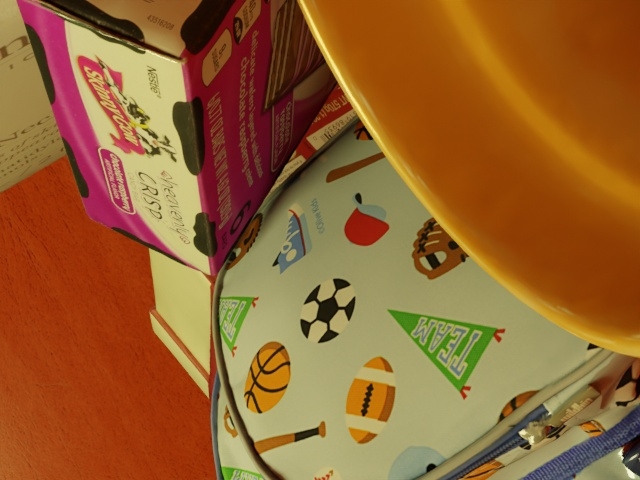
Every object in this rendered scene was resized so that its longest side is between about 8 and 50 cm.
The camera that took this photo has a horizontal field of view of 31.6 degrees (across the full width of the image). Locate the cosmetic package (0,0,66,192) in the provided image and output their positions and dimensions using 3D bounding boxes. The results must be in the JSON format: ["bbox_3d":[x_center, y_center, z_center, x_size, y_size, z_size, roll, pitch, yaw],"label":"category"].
[{"bbox_3d":[-0.261,-0.216,0.710,0.327,0.329,0.394,57,167,1],"label":"cosmetic package"}]

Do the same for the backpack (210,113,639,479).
[{"bbox_3d":[0.072,0.065,0.503,0.213,0.263,0.276,31,-157,-31],"label":"backpack"}]

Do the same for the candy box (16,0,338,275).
[{"bbox_3d":[-0.020,-0.122,0.477,0.071,0.233,0.159,24,155,11],"label":"candy box"}]

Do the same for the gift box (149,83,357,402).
[{"bbox_3d":[0.016,0.031,0.878,0.276,0.255,0.258,52,160,21],"label":"gift box"}]

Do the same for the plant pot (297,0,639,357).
[{"bbox_3d":[0.111,-0.102,0.323,0.205,0.188,0.205,53,166,19],"label":"plant pot"}]
